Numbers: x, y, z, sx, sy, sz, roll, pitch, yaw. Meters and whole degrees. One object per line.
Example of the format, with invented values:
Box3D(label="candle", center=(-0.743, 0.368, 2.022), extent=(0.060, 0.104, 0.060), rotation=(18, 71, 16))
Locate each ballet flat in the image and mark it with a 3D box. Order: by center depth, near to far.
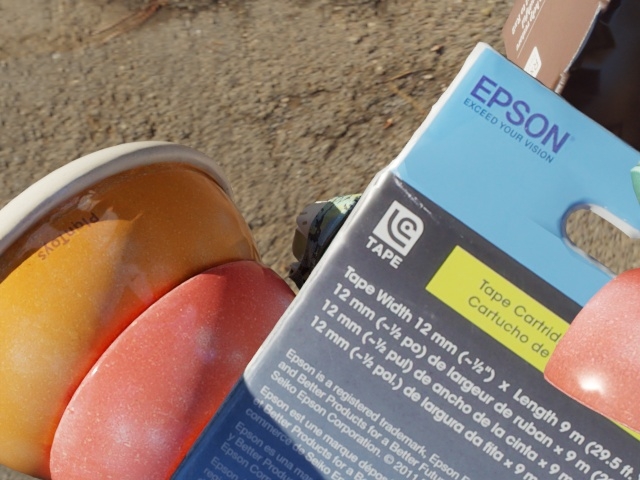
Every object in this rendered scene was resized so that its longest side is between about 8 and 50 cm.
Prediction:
Box3D(label="ballet flat", center=(0.000, 0.000, 1.029), extent=(0.070, 0.070, 0.188), rotation=(32, 147, 8))

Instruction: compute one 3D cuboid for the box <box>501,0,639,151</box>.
Box3D(label="box", center=(0.354, -0.160, 0.794), extent=(0.382, 0.143, 0.191), rotation=(6, 138, -14))

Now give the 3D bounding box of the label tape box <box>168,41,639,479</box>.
Box3D(label="label tape box", center=(0.084, 0.108, 0.555), extent=(0.249, 0.115, 0.347), rotation=(35, 105, 3))

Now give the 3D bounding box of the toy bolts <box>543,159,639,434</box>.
Box3D(label="toy bolts", center=(0.214, 0.018, 0.335), extent=(0.229, 0.218, 0.158), rotation=(26, 98, 28))

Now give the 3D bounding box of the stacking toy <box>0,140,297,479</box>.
Box3D(label="stacking toy", center=(-0.079, 0.174, 0.893), extent=(0.480, 0.351, 0.350), rotation=(41, 112, 24))
